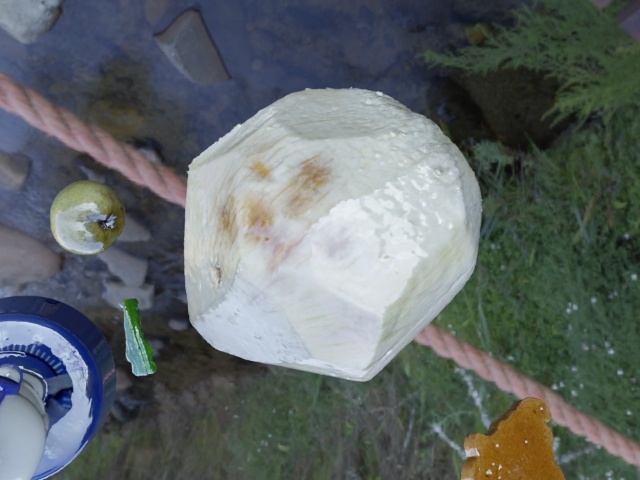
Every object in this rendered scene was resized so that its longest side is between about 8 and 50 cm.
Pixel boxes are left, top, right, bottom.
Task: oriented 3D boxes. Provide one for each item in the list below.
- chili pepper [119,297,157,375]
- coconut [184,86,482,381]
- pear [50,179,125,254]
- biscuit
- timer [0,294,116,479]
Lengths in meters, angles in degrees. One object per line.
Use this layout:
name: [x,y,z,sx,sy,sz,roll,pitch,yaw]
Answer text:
chili pepper: [-0.572,0.302,2.105,0.084,0.253,0.099,-12,-175,-14]
coconut: [0.000,0.000,0.908,0.416,0.415,0.344,-16,124,33]
pear: [-0.506,-0.048,1.480,0.137,0.167,0.167,19,152,22]
biscuit: [0.250,0.328,0.881,0.183,0.280,0.043,36,147,-10]
timer: [-0.408,0.218,0.865,0.271,0.270,0.383,18,176,-14]
